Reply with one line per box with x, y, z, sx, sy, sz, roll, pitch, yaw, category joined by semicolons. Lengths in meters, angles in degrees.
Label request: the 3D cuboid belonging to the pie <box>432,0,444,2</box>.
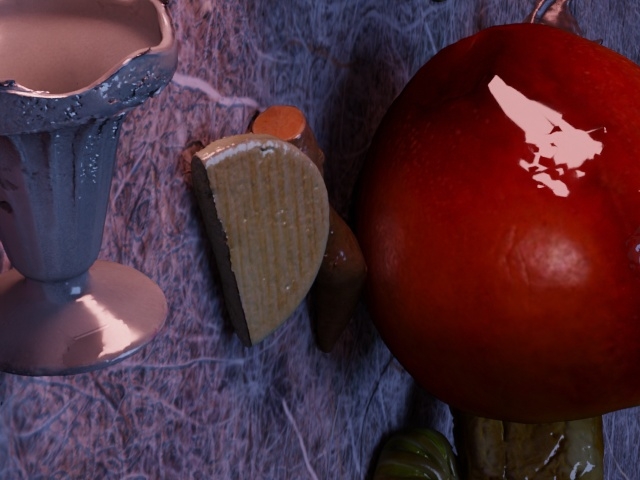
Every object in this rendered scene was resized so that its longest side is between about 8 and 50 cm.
0.130;-0.359;1.536;0.201;0.090;0.248;80;26;-55;pie

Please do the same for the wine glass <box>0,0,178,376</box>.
-0.155;-0.035;0.868;0.165;0.165;0.196;-48;141;-54;wine glass

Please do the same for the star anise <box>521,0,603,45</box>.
0.249;-0.158;1.768;0.359;0.139;0.315;101;-13;-49;star anise

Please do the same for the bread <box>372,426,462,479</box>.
0.100;0.249;1.631;0.157;0.083;0.094;-26;107;-62;bread

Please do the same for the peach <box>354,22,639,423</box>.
0.211;-0.018;1.452;0.388;0.388;0.388;6;90;-67;peach

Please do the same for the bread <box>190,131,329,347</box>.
-0.043;-0.016;1.239;0.112;0.036;0.193;-34;131;-27;bread

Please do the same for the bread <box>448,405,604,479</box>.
0.232;0.156;1.716;0.132;0.167;0.294;104;-15;-67;bread

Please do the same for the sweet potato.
0.000;0.000;1.351;0.067;0.059;0.281;-56;144;-28;sweet potato
